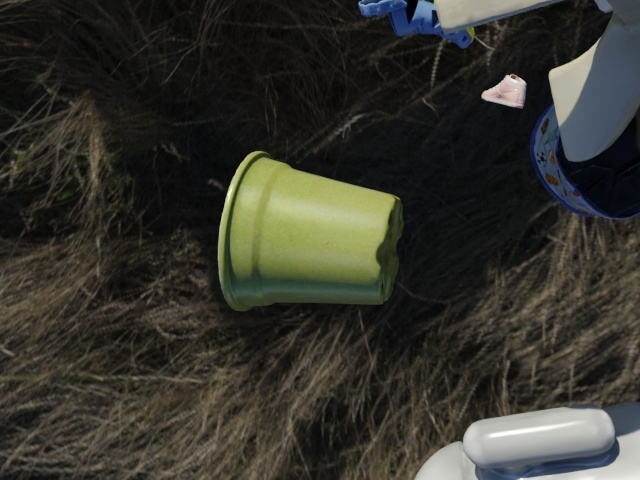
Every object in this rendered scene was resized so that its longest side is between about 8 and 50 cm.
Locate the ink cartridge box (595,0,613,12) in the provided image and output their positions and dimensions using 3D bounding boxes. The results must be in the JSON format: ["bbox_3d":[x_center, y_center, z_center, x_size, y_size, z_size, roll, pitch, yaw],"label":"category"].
[{"bbox_3d":[0.639,-0.589,1.505,0.190,0.082,0.140,-40,103,-11],"label":"ink cartridge box"}]

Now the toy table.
[{"bbox_3d":[0.211,-0.182,0.464,0.274,0.160,0.252,-11,97,-41],"label":"toy table"}]

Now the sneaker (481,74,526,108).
[{"bbox_3d":[0.424,-0.346,1.665,0.050,0.134,0.070,1,107,-24],"label":"sneaker"}]

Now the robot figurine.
[{"bbox_3d":[0.232,0.276,0.694,0.353,0.200,0.300,-16,115,12],"label":"robot figurine"}]

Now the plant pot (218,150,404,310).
[{"bbox_3d":[0.000,0.000,1.221,0.253,0.276,0.276,7,116,15],"label":"plant pot"}]

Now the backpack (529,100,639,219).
[{"bbox_3d":[0.485,-0.171,1.216,0.263,0.213,0.276,-44,96,-10],"label":"backpack"}]

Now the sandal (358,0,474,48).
[{"bbox_3d":[0.213,-0.531,1.686,0.317,0.126,0.138,29,109,-15],"label":"sandal"}]
